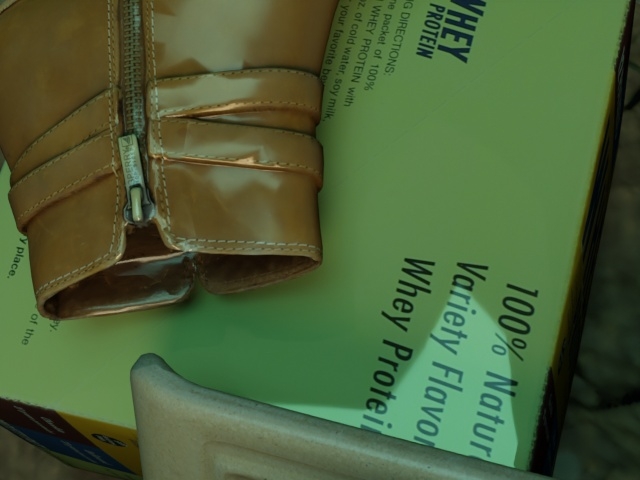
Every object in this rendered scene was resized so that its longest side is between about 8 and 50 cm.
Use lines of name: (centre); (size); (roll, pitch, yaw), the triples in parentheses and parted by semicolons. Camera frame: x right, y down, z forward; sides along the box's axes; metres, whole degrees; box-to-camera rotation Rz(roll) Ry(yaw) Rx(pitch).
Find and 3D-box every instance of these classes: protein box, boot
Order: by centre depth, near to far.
boot: (-0.013, -0.063, 0.384); (0.197, 0.073, 0.152); (-19, 63, 16)
protein box: (0.000, 0.000, 0.467); (0.201, 0.136, 0.199); (10, 70, 16)

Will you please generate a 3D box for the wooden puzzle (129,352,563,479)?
wooden puzzle: (0.056, 0.141, 0.372); (0.239, 0.221, 0.044); (16, 41, 18)
